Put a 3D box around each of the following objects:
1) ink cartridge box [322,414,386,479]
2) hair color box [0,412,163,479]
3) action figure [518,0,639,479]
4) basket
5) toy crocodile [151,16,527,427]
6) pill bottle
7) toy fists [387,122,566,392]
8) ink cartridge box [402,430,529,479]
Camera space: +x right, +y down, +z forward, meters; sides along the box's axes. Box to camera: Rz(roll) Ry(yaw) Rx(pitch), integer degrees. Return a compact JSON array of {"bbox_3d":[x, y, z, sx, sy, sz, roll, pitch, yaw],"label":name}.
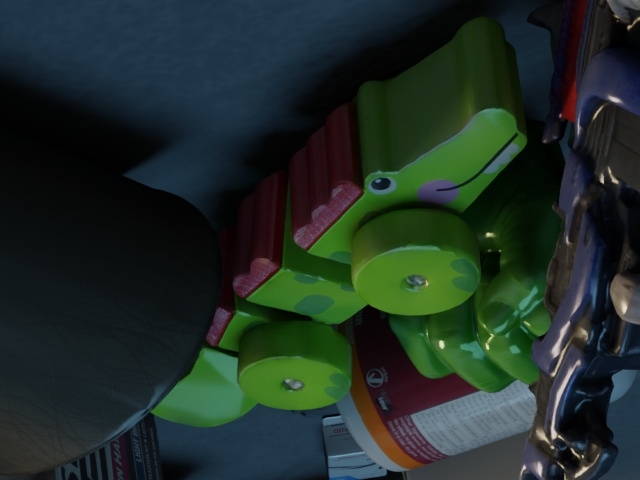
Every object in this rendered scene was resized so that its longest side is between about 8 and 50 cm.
[{"bbox_3d":[0.027,0.163,1.388,0.048,0.028,0.083,-9,154,-2],"label":"ink cartridge box"},{"bbox_3d":[-0.232,0.132,1.068,0.105,0.174,0.347,-23,152,23],"label":"hair color box"},{"bbox_3d":[0.213,-0.015,0.786,0.178,0.330,0.341,-9,126,-34],"label":"action figure"},{"bbox_3d":[-0.194,0.007,0.866,0.204,0.154,0.227,-26,146,22],"label":"basket"},{"bbox_3d":[0.000,0.000,0.950,0.105,0.115,0.340,16,145,-24],"label":"toy crocodile"},{"bbox_3d":[0.123,0.059,1.106,0.221,0.121,0.121,-22,152,23],"label":"pill bottle"},{"bbox_3d":[0.152,-0.013,0.948,0.279,0.142,0.096,-26,151,28],"label":"toy fists"},{"bbox_3d":[0.144,0.199,1.452,0.127,0.072,0.175,-14,154,8],"label":"ink cartridge box"}]
